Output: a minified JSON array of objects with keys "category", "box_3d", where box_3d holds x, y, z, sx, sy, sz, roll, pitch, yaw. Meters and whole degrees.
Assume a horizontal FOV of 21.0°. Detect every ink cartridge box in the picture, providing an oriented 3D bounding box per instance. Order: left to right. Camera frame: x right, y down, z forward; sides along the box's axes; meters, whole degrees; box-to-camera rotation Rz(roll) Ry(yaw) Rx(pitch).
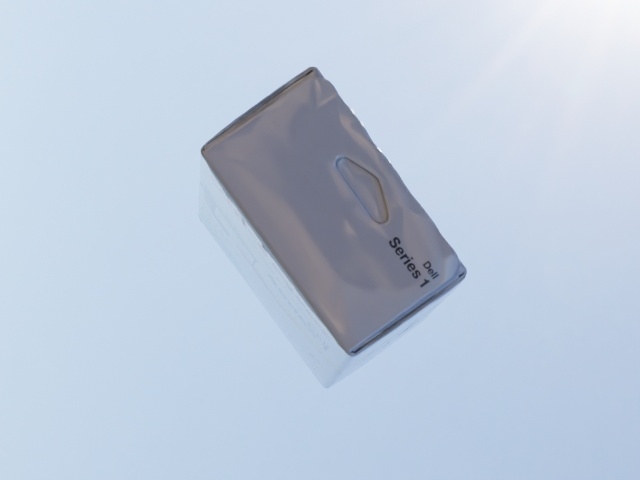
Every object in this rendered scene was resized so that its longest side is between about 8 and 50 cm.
[{"category":"ink cartridge box","box_3d":[0.000,0.000,1.420,0.201,0.117,0.278,54,-9,6]}]
